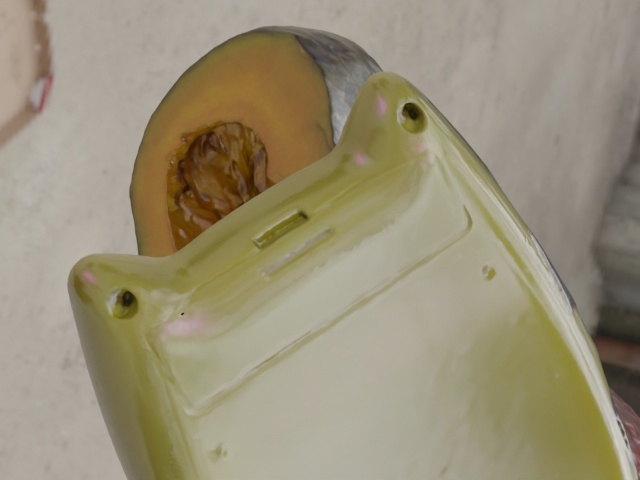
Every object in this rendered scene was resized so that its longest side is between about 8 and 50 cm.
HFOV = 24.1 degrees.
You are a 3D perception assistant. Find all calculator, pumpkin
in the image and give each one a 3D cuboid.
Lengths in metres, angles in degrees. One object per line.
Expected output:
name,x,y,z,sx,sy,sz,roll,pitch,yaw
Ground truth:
calculator,0.028,0.075,0.482,0.157,0.033,0.236,-34,116,-13
pumpkin,0.000,0.000,0.981,0.139,0.221,0.317,24,51,-49

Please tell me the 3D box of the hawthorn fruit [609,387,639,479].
hawthorn fruit,0.032,0.155,0.711,0.369,0.284,0.285,-113,-165,-51
